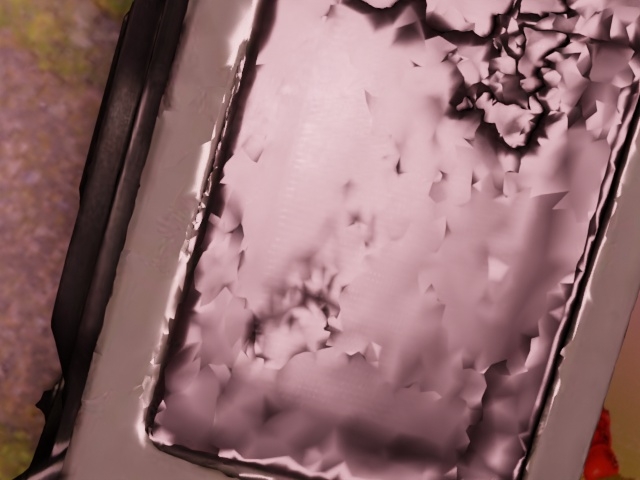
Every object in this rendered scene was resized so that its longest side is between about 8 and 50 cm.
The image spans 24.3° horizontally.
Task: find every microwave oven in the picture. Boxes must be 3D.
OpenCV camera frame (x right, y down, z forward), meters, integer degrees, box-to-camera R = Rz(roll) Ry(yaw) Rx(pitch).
[{"bbox_3d":[0.000,0.000,0.548,0.181,0.237,0.295,14,97,-8],"label":"microwave oven"}]

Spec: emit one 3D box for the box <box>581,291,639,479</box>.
[{"bbox_3d":[0.168,0.026,0.606,0.062,0.175,0.260,14,97,-42],"label":"box"}]
